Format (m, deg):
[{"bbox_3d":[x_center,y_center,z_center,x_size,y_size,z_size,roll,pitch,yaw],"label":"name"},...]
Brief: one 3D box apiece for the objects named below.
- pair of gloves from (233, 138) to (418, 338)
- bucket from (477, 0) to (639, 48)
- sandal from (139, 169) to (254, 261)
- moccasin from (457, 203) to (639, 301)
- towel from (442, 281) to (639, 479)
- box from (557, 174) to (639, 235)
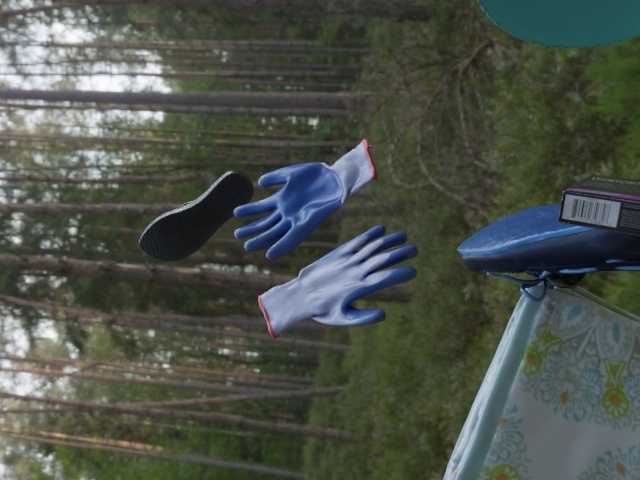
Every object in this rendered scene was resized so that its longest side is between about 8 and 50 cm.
[{"bbox_3d":[0.000,0.000,0.692,0.023,0.159,0.198,41,-154,-54],"label":"pair of gloves"},{"bbox_3d":[0.256,-0.330,0.701,0.281,0.282,0.183,72,-163,-61],"label":"bucket"},{"bbox_3d":[-0.239,-0.045,1.480,0.097,0.255,0.054,56,-177,-21],"label":"sandal"},{"bbox_3d":[0.331,0.023,1.050,0.138,0.342,0.116,-39,-76,-27],"label":"moccasin"},{"bbox_3d":[0.394,0.274,1.122,0.090,0.321,0.374,108,-173,-83],"label":"towel"},{"bbox_3d":[0.264,-0.027,0.603,0.162,0.116,0.029,-17,-64,-63],"label":"box"}]
